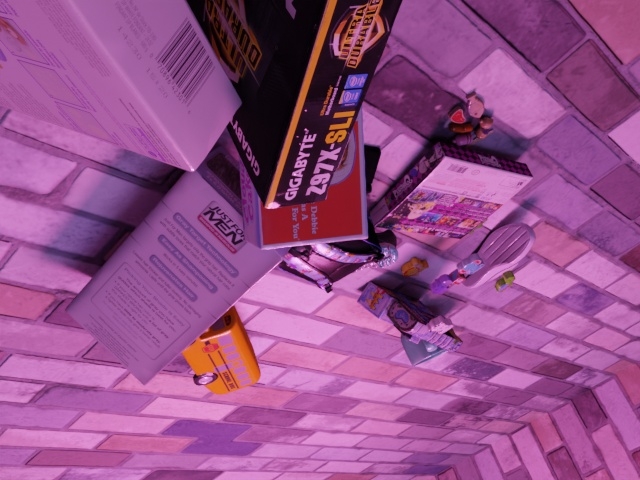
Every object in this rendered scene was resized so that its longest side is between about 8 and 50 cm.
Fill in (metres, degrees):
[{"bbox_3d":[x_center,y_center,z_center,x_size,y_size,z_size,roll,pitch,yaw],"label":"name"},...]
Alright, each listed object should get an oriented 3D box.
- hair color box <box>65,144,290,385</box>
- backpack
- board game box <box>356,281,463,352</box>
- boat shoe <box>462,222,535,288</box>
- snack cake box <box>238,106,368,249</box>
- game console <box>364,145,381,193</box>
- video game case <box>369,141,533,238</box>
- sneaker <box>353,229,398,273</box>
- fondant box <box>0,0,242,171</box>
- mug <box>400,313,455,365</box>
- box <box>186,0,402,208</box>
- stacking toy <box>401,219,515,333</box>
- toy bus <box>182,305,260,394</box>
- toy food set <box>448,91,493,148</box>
[{"bbox_3d":[-0.221,0.048,1.077,0.185,0.113,0.374,45,119,-6],"label":"hair color box"},{"bbox_3d":[0.000,0.000,1.194,0.158,0.117,0.173,-34,144,28],"label":"backpack"},{"bbox_3d":[0.185,0.168,1.495,0.194,0.194,0.060,26,101,-31],"label":"board game box"},{"bbox_3d":[0.395,0.028,1.491,0.075,0.083,0.226,-9,158,-36],"label":"boat shoe"},{"bbox_3d":[-0.027,-0.129,0.899,0.152,0.089,0.264,-6,100,-21],"label":"snack cake box"},{"bbox_3d":[0.026,-0.116,1.147,0.122,0.071,0.107,4,169,-31],"label":"game console"},{"bbox_3d":[0.242,-0.084,1.263,0.232,0.042,0.210,6,142,-34],"label":"video game case"},{"bbox_3d":[0.075,0.018,1.313,0.166,0.076,0.065,-7,129,22],"label":"sneaker"},{"bbox_3d":[-0.262,-0.205,0.621,0.096,0.330,0.238,-60,151,-20],"label":"fondant box"},{"bbox_3d":[0.266,0.232,1.652,0.129,0.097,0.158,-16,162,-26],"label":"mug"},{"bbox_3d":[-0.054,-0.235,0.664,0.079,0.322,0.257,-9,145,-28],"label":"box"},{"bbox_3d":[0.277,0.067,1.391,0.052,0.167,0.221,19,131,-42],"label":"stacking toy"},{"bbox_3d":[-0.219,0.198,1.370,0.130,0.108,0.333,-18,146,-4],"label":"toy bus"},{"bbox_3d":[0.252,-0.193,1.148,0.078,0.019,0.122,-33,144,17],"label":"toy food set"}]
